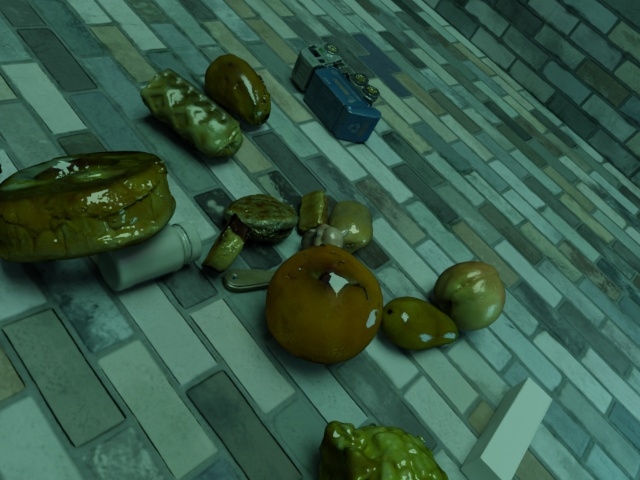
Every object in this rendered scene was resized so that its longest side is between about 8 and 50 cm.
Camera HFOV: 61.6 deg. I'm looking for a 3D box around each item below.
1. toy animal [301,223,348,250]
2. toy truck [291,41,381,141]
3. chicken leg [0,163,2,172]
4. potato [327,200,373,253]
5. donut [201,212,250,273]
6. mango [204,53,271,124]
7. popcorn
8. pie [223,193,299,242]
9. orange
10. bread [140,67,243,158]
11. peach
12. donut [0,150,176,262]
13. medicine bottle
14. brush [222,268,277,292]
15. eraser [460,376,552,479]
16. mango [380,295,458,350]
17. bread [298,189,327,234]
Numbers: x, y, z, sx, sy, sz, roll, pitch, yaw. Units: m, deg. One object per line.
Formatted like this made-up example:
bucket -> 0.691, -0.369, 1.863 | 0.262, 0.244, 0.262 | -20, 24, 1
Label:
toy animal -> 0.005, 0.002, 1.296 | 0.089, 0.150, 0.083 | 3, 91, -38
toy truck -> 0.054, -0.490, 1.771 | 0.175, 0.146, 0.367 | -21, 65, -38
chicken leg -> -0.739, -0.110, 0.952 | 0.409, 0.182, 0.295 | 26, 31, 15
potato -> 0.078, -0.035, 1.392 | 0.118, 0.109, 0.178 | -3, 39, 12
donut -> -0.203, 0.010, 1.164 | 0.059, 0.140, 0.140 | 35, 41, -12
mango -> -0.237, -0.434, 1.556 | 0.156, 0.151, 0.249 | -30, 74, -13
popcorn -> 0.092, 0.424, 0.918 | 0.251, 0.206, 0.237 | 32, 55, 15
pie -> -0.143, -0.058, 1.303 | 0.193, 0.079, 0.163 | -6, 41, -39
orange -> 0.011, 0.130, 1.105 | 0.246, 0.246, 0.246 | 17, 45, -18
bread -> -0.321, -0.315, 1.391 | 0.267, 0.130, 0.152 | 37, 38, 2
peach -> 0.386, 0.138, 1.378 | 0.184, 0.184, 0.184 | 17, 45, -18
donut -> -0.435, -0.076, 0.992 | 0.330, 0.160, 0.330 | -3, 32, 2
medicine bottle -> -0.341, 0.026, 1.081 | 0.186, 0.103, 0.103 | -22, 65, -43
brush -> -0.063, 0.077, 1.238 | 0.327, 0.065, 0.070 | -1, 55, -31
eraser -> 0.420, 0.428, 1.196 | 0.076, 0.078, 0.298 | 45, 43, 12
mango -> 0.235, 0.199, 1.284 | 0.227, 0.099, 0.136 | 13, 41, -33
bread -> -0.018, -0.072, 1.393 | 0.053, 0.074, 0.132 | 51, 32, -39
